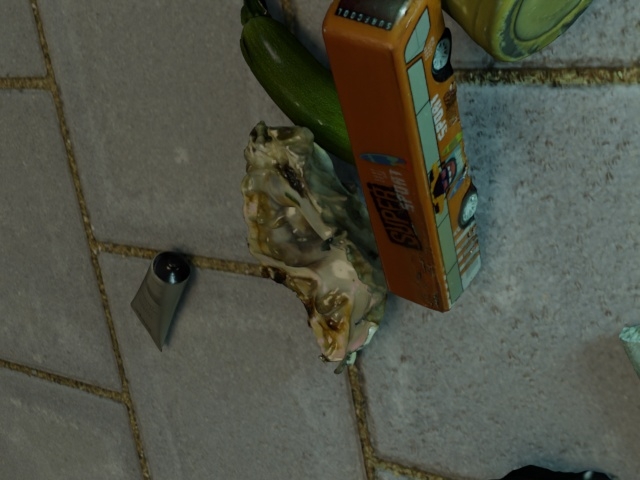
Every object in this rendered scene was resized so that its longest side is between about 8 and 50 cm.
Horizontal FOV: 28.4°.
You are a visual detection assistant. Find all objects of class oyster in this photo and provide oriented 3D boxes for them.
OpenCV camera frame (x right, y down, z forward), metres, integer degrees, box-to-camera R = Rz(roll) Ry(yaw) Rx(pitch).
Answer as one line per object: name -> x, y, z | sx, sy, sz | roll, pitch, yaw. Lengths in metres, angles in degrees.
oyster -> 0.004, 0.000, 1.441 | 0.201, 0.107, 0.354 | 39, 154, 28

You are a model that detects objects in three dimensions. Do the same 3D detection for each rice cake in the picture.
rice cake -> 0.344, 0.157, 1.228 | 0.033, 0.029, 0.170 | -33, 84, 55

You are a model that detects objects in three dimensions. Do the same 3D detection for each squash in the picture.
squash -> 0.002, -0.154, 1.391 | 0.318, 0.080, 0.071 | 45, 170, 22

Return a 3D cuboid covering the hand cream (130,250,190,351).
hand cream -> -0.224, 0.077, 1.755 | 0.087, 0.054, 0.186 | 53, 144, 18

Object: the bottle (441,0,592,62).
bottle -> 0.099, -0.333, 1.134 | 0.351, 0.171, 0.171 | 48, 136, 21

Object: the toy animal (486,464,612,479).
toy animal -> 0.193, 0.372, 1.316 | 0.212, 0.267, 0.212 | 25, 131, 33

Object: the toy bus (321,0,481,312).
toy bus -> 0.088, -0.085, 1.207 | 0.093, 0.092, 0.409 | 21, 150, 28
